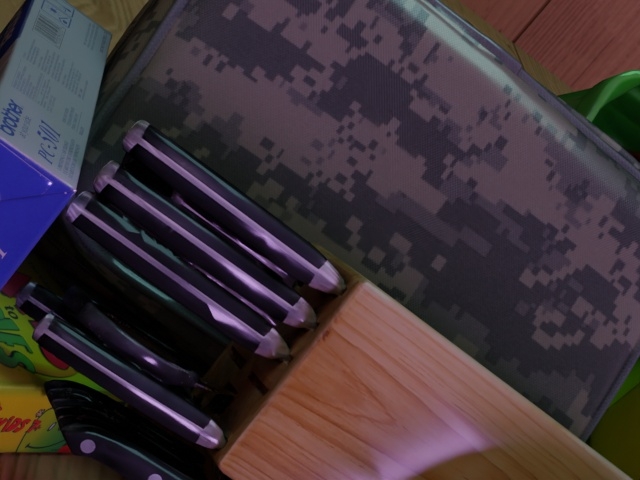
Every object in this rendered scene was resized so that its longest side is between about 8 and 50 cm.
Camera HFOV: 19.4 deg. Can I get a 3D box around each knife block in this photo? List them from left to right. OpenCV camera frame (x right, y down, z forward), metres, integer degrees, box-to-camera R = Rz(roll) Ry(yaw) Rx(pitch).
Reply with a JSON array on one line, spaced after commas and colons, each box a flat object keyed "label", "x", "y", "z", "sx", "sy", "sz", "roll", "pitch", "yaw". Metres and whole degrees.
[{"label": "knife block", "x": 0.020, "y": 0.054, "z": 0.776, "sx": 0.275, "sy": 0.242, "sz": 0.088, "roll": -9, "pitch": 13, "yaw": -12}]

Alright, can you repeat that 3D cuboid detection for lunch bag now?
[{"label": "lunch bag", "x": 0.000, "y": 0.000, "z": 0.971, "sx": 0.305, "sy": 0.212, "sz": 0.256, "roll": 36, "pitch": -12, "yaw": -13}]

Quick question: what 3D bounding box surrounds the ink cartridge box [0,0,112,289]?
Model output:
[{"label": "ink cartridge box", "x": -0.140, "y": -0.035, "z": 0.801, "sx": 0.046, "sy": 0.097, "sz": 0.207, "roll": 36, "pitch": 17, "yaw": -15}]

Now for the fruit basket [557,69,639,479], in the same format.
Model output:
[{"label": "fruit basket", "x": 0.271, "y": 0.089, "z": 1.293, "sx": 0.392, "sy": 0.283, "sz": 0.392, "roll": 33, "pitch": 1, "yaw": -1}]

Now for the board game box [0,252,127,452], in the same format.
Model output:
[{"label": "board game box", "x": -0.166, "y": 0.044, "z": 0.793, "sx": 0.092, "sy": 0.043, "sz": 0.181, "roll": 48, "pitch": 19, "yaw": 24}]
